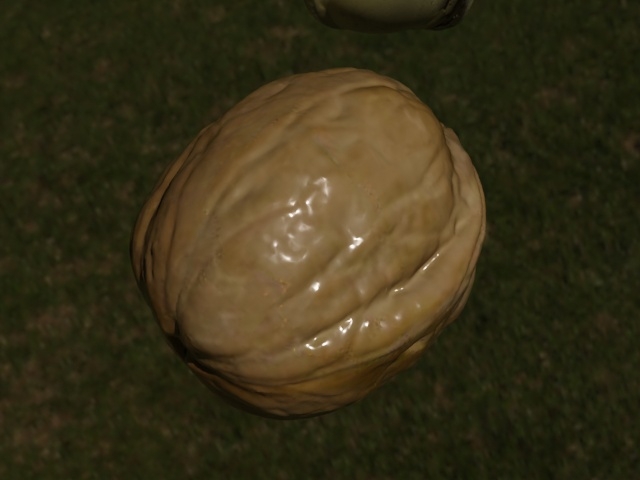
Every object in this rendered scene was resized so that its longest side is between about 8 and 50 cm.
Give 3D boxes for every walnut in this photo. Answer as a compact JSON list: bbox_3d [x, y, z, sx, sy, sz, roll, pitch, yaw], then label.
[{"bbox_3d":[-0.002,-0.001,1.233,0.313,0.277,0.252,-41,22,-21],"label":"walnut"}]

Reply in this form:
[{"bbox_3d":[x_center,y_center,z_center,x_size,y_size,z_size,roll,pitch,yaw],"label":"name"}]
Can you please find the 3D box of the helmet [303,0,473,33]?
[{"bbox_3d":[0.033,-0.265,1.243,0.137,0.257,0.204,-27,67,-24],"label":"helmet"}]
